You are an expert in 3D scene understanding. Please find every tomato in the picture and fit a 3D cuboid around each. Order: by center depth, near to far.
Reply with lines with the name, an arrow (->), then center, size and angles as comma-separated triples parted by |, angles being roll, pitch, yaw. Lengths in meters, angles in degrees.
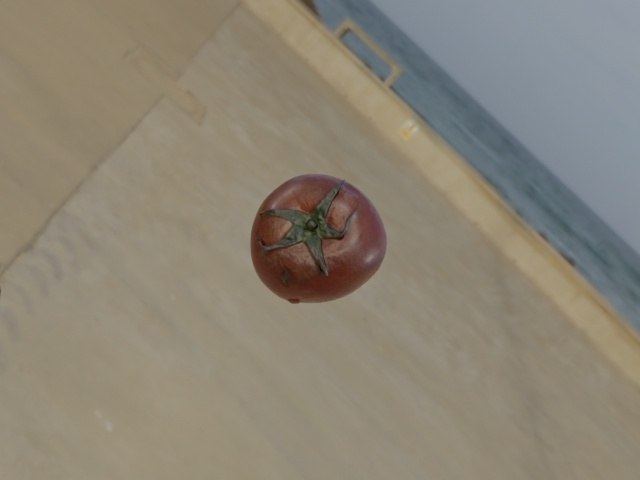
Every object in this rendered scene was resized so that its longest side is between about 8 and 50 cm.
tomato -> 0.000, 0.000, 1.332 | 0.167, 0.167, 0.167 | 42, 11, -10
